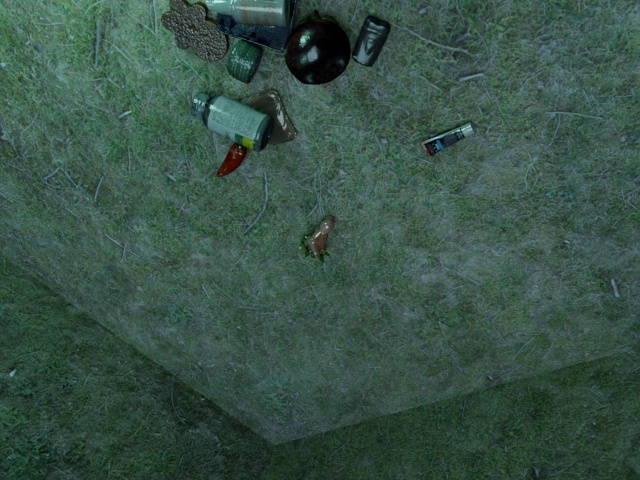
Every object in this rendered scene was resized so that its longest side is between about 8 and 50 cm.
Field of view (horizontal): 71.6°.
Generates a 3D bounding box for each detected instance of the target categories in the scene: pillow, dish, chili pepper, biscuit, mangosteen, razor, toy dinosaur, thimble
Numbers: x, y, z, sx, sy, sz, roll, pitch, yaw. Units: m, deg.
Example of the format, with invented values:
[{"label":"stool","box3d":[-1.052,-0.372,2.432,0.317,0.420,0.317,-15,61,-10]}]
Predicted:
[{"label":"pillow","box3d":[-0.183,-0.463,1.693,0.135,0.034,0.211,-9,126,24]},{"label":"dish","box3d":[-0.203,-0.741,1.439,0.243,0.080,0.182,16,130,-5]},{"label":"chili pepper","box3d":[-0.353,-0.334,1.808,0.071,0.063,0.272,31,139,-18]},{"label":"biscuit","box3d":[-0.425,-0.719,1.524,0.236,0.039,0.180,37,124,-20]},{"label":"mangosteen","box3d":[-0.018,-0.620,1.439,0.216,0.216,0.216,5,129,6]},{"label":"razor","box3d":[0.164,-0.652,1.461,0.090,0.054,0.148,21,130,-7]},{"label":"toy dinosaur","box3d":[0.005,0.005,1.967,0.152,0.194,0.177,35,148,-7]},{"label":"thimble","box3d":[-0.260,-0.614,1.525,0.090,0.118,0.135,28,166,-8]}]

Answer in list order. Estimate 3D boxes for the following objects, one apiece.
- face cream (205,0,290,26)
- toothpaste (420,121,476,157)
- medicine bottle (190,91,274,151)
[{"label":"face cream","box3d":[-0.224,-0.712,1.351,0.252,0.101,0.101,6,130,5]},{"label":"toothpaste","box3d":[0.470,-0.377,1.641,0.193,0.045,0.071,-24,113,33]},{"label":"medicine bottle","box3d":[-0.329,-0.448,1.648,0.293,0.141,0.141,26,129,3]}]
